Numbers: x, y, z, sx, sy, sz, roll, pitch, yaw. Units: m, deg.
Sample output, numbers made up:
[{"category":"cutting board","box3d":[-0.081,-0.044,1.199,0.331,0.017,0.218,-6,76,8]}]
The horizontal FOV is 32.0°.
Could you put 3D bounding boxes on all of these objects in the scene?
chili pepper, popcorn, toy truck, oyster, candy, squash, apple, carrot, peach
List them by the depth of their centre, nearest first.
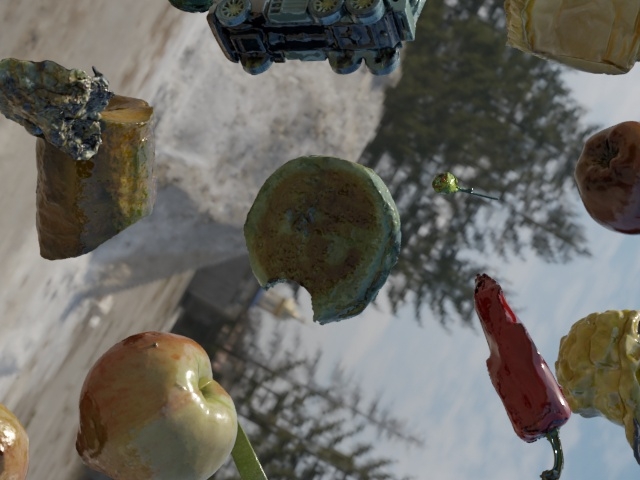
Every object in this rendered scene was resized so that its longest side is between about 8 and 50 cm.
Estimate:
[{"category":"toy truck","box3d":[0.007,-0.279,1.304,0.108,0.256,0.140,62,35,-55]},{"category":"peach","box3d":[-0.232,0.239,1.488,0.232,0.232,0.232,-60,-177,6]},{"category":"candy","box3d":[0.230,-0.079,1.748,0.035,0.123,0.035,-31,-132,59]},{"category":"oyster","box3d":[-0.459,-0.224,1.866,0.214,0.222,0.083,123,-33,-54]},{"category":"chili pepper","box3d":[0.344,0.227,1.918,0.110,0.388,0.110,-20,161,-7]},{"category":"chili pepper","box3d":[-0.225,-0.433,1.986,0.035,0.118,0.055,-88,176,-88]},{"category":"apple","box3d":[0.592,-0.118,2.107,0.234,0.234,0.234,-60,-177,6]},{"category":"squash","box3d":[-0.136,0.440,2.161,0.049,0.252,0.252,-24,180,-6]},{"category":"carrot","box3d":[-0.440,-0.136,2.195,0.241,0.241,0.341,-66,165,-58]},{"category":"popcorn","box3d":[0.695,0.318,2.448,0.349,0.349,0.382,126,-34,-62]}]

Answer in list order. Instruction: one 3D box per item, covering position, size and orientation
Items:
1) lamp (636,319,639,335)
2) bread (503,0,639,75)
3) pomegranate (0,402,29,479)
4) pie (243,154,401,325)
[{"category":"lamp","box3d":[0.540,0.107,1.321,0.090,0.325,0.089,152,-49,-68]},{"category":"bread","box3d":[0.422,-0.366,1.805,0.133,0.250,0.179,-104,-161,-60]},{"category":"pomegranate","box3d":[-0.520,0.303,1.577,0.215,0.215,0.215,-60,-177,6]},{"category":"pie","box3d":[0.003,-0.007,1.945,0.302,0.302,0.067,-59,163,17]}]
